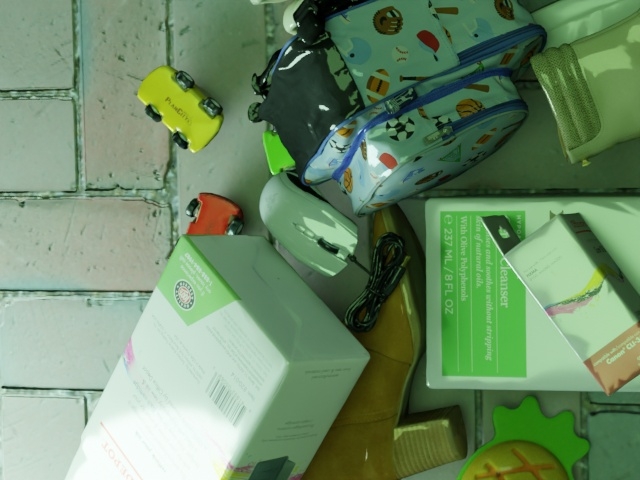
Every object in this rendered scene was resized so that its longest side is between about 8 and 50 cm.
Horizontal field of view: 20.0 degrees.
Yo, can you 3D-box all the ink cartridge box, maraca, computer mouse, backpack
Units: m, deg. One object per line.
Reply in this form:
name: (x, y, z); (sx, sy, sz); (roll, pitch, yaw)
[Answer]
ink cartridge box: (-0.118, 0.192, 1.878); (0.207, 0.119, 0.353); (48, 122, 34)
maraca: (0.204, 0.253, 1.861); (0.127, 0.099, 0.185); (23, 77, 0)
computer mouse: (0.000, 0.000, 1.842); (0.193, 0.042, 0.106); (38, 110, 27)
backpack: (0.091, -0.161, 1.766); (0.263, 0.276, 0.213); (-34, 89, -16)
ink cartridge box: (0.237, 0.039, 1.661); (0.067, 0.115, 0.198); (-38, 81, 14)

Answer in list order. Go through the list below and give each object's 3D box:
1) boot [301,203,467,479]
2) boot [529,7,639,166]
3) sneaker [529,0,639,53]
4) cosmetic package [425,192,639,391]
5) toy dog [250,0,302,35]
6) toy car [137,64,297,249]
boot: (0.022, 0.118, 1.897); (0.211, 0.104, 0.295); (-13, 91, 19)
boot: (0.329, -0.118, 1.733); (0.203, 0.095, 0.262); (-27, 128, 10)
sneaker: (0.349, -0.220, 1.779); (0.290, 0.106, 0.123); (-22, 92, 28)
cosmetic package: (0.297, 0.049, 1.785); (0.365, 0.155, 0.197); (-1, 91, 17)
toy dog: (0.016, -0.458, 1.760); (0.395, 0.284, 0.408); (-24, 86, 16)
toy car: (-0.066, -0.086, 1.930); (0.225, 0.053, 0.239); (-12, 92, 16)
